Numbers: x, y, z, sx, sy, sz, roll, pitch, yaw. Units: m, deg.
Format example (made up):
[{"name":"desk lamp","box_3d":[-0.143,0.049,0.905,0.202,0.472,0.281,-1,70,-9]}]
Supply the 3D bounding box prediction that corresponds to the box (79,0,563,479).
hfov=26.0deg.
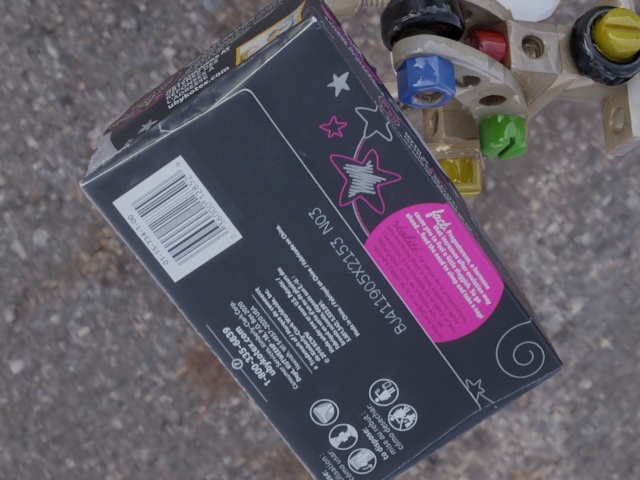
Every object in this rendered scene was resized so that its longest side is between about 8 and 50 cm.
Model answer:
[{"name":"box","box_3d":[0.000,0.000,0.815,0.163,0.142,0.247,-34,106,9]}]

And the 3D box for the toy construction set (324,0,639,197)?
[{"name":"toy construction set","box_3d":[0.129,-0.141,1.090,0.237,0.309,0.257,-3,137,-14]}]

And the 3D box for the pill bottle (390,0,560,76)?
[{"name":"pill bottle","box_3d":[0.163,-0.235,1.360,0.121,0.121,0.221,-9,150,-30]}]
